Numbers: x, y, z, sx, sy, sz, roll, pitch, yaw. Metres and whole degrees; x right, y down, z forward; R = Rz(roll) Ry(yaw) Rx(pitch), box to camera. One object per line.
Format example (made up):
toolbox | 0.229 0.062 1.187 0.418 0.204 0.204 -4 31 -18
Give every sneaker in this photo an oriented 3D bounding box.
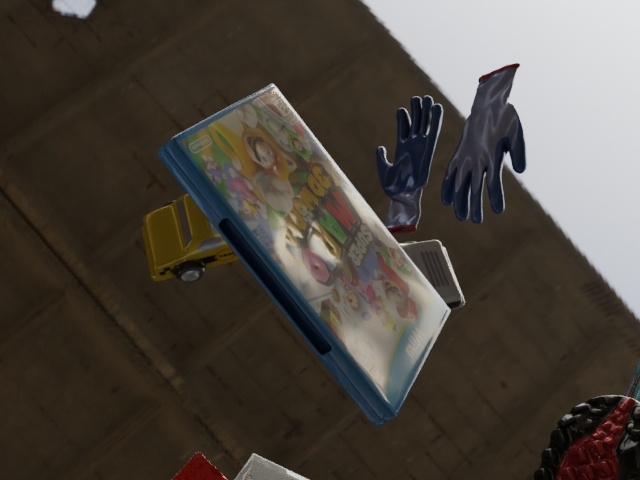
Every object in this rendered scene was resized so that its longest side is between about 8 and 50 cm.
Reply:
sneaker | 0.178 0.236 0.591 0.125 0.104 0.262 25 -83 -31

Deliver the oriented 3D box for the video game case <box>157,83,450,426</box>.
video game case | 0.000 0.000 0.468 0.166 0.015 0.119 52 -150 -5

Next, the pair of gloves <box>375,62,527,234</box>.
pair of gloves | 0.120 -0.082 0.869 0.023 0.198 0.159 26 -116 -33

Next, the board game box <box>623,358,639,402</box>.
board game box | 0.444 0.237 0.967 0.254 0.336 0.079 19 -153 13

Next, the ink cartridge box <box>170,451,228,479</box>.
ink cartridge box | -0.071 0.229 0.554 0.145 0.045 0.179 44 -135 3

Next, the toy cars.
toy cars | -0.028 0.013 1.036 0.394 0.087 0.176 21 -116 15

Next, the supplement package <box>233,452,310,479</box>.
supplement package | -0.021 0.316 0.910 0.179 0.105 0.105 23 -154 10
